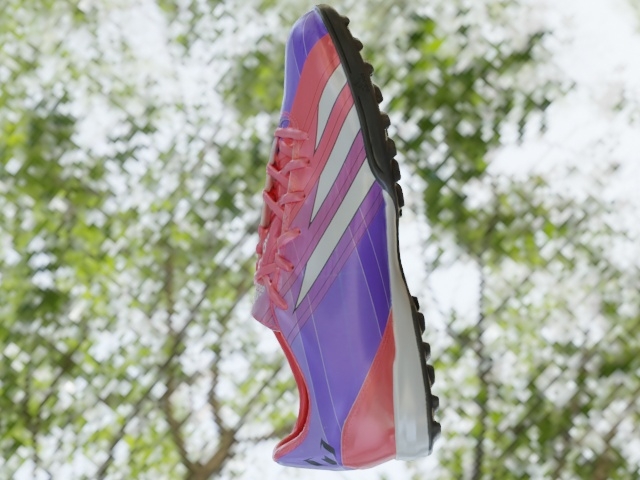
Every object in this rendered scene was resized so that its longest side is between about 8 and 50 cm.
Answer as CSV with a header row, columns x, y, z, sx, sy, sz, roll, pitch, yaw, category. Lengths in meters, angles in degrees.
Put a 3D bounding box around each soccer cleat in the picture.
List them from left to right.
x,y,z,sx,sy,sz,roll,pitch,yaw,category
0.000,0.000,1.138,0.108,0.116,0.318,-174,74,-86,soccer cleat
